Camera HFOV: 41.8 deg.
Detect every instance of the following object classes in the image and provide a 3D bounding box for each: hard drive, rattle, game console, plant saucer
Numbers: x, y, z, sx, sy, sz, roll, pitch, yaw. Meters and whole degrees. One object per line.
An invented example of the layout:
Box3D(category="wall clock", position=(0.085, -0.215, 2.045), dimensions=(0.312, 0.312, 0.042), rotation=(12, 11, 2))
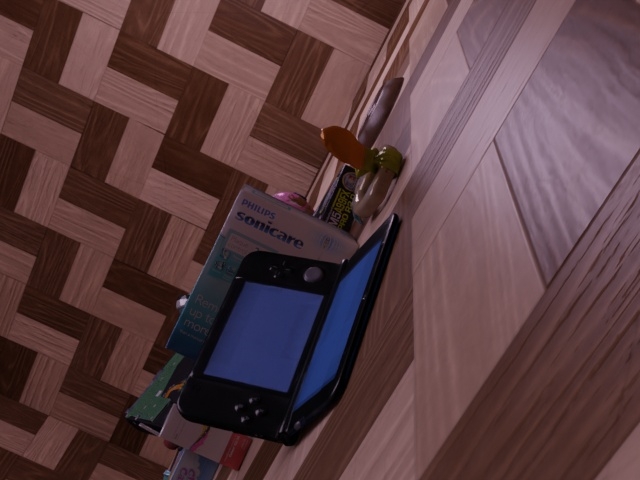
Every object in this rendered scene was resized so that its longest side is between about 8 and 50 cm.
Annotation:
Box3D(category="hard drive", position=(-0.293, 0.332, 1.867), dimensions=(0.237, 0.064, 0.339), rotation=(-52, 21, -26))
Box3D(category="rattle", position=(0.042, -0.102, 1.374), dimensions=(0.200, 0.143, 0.130), rotation=(167, 111, -76))
Box3D(category="game console", position=(-0.044, 0.099, 1.112), dimensions=(0.173, 0.250, 0.293), rotation=(80, -155, -49))
Box3D(category="plant saucer", position=(0.132, -0.295, 1.942), dimensions=(0.198, 0.036, 0.198), rotation=(-155, 90, -84))

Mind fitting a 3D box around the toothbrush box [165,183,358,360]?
Box3D(category="toothbrush box", position=(-0.097, 0.082, 1.416), dimensions=(0.295, 0.216, 0.126), rotation=(-63, 6, 6))

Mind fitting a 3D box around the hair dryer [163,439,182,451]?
Box3D(category="hair dryer", position=(-0.319, 0.418, 1.989), dimensions=(0.223, 0.080, 0.293), rotation=(-55, -1, -39))

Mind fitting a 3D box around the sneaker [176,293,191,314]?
Box3D(category="sneaker", position=(-0.180, 0.225, 1.573), dimensions=(0.124, 0.295, 0.178), rotation=(-7, 61, 31))

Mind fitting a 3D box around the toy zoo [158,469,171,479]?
Box3D(category="toy zoo", position=(-0.417, 0.699, 2.028), dimensions=(0.192, 0.030, 0.293), rotation=(30, -103, -65))

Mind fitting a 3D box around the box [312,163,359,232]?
Box3D(category="box", position=(0.000, 0.000, 1.703), dimensions=(0.270, 0.060, 0.216), rotation=(126, 168, -63))

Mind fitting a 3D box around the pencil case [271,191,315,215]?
Box3D(category="pencil case", position=(-0.100, 0.020, 2.025), dimensions=(0.167, 0.160, 0.386), rotation=(-34, 17, 21))

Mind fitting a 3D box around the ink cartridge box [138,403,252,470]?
Box3D(category="ink cartridge box", position=(-0.235, 0.357, 1.565), dimensions=(0.067, 0.198, 0.115), rotation=(-66, 6, -14))

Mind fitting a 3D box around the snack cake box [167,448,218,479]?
Box3D(category="snack cake box", position=(-0.331, 0.611, 1.937), dimensions=(0.152, 0.089, 0.264), rotation=(127, 168, -72))
